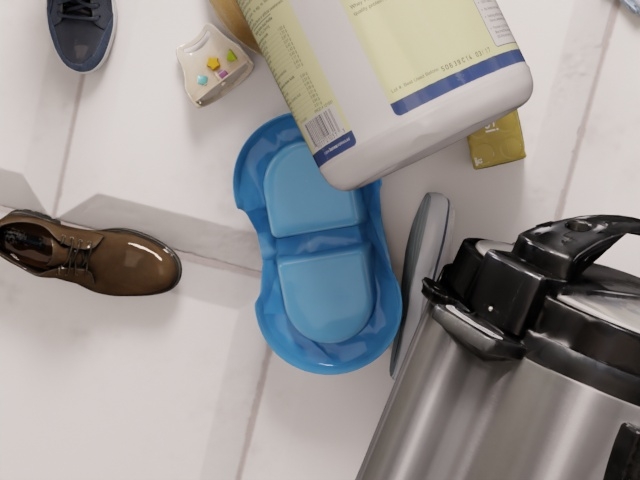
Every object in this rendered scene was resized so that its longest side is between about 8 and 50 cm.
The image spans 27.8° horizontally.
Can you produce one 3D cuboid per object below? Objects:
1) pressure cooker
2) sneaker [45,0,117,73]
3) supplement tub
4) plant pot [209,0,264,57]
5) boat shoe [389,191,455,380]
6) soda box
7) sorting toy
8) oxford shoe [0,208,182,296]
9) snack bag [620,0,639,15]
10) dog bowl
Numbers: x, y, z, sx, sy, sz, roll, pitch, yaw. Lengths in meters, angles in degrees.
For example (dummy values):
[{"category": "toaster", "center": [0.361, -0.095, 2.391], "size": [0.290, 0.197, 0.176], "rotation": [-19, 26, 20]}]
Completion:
[{"category": "pressure cooker", "center": [0.251, 0.175, 1.316], "size": [0.375, 0.370, 0.420], "rotation": [22, 99, 4]}, {"category": "sneaker", "center": [-0.275, -0.292, 1.404], "size": [0.086, 0.163, 0.226], "rotation": [4, 100, 3]}, {"category": "supplement tub", "center": [0.046, -0.238, 1.302], "size": [0.235, 0.235, 0.325], "rotation": [-26, 89, 9]}, {"category": "plant pot", "center": [-0.014, -0.313, 1.440], "size": [0.236, 0.032, 0.236], "rotation": [1, 98, 6]}, {"category": "boat shoe", "center": [0.133, 0.056, 1.464], "size": [0.075, 0.083, 0.226], "rotation": [7, 111, -7]}, {"category": "soda box", "center": [0.179, -0.174, 1.428], "size": [0.061, 0.058, 0.181], "rotation": [-13, 97, 8]}, {"category": "sorting toy", "center": [-0.124, -0.203, 1.464], "size": [0.083, 0.045, 0.075], "rotation": [-36, 86, 10]}, {"category": "oxford shoe", "center": [-0.273, 0.023, 1.483], "size": [0.227, 0.096, 0.083], "rotation": [10, 97, 2]}, {"category": "snack bag", "center": [0.525, -0.283, 1.388], "size": [0.342, 0.037, 0.323], "rotation": [-41, 93, 14]}, {"category": "dog bowl", "center": [0.000, 0.000, 1.463], "size": [0.165, 0.074, 0.297], "rotation": [-9, 97, 7]}]
